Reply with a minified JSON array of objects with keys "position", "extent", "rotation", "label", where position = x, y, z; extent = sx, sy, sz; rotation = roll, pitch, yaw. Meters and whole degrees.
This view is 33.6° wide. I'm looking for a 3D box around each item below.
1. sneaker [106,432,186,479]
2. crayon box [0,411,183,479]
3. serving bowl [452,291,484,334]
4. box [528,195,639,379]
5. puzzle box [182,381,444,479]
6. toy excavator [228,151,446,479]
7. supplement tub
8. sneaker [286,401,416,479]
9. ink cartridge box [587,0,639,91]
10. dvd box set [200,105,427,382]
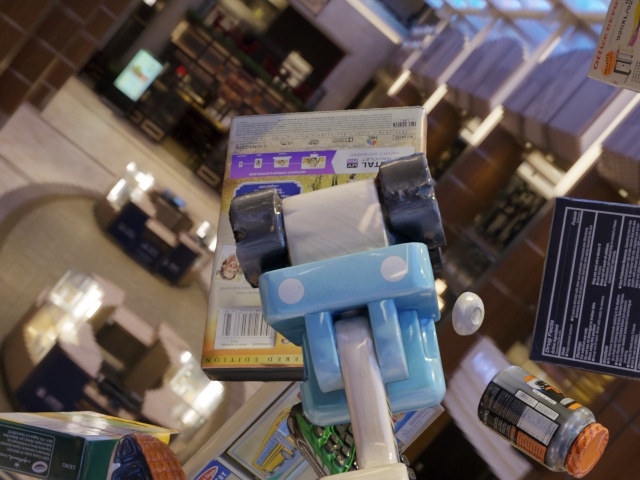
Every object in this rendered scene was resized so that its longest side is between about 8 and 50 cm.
[{"position":[-0.207,0.349,1.179],"extent":[0.099,0.121,0.262],"rotation":[7,62,-37],"label":"sneaker"},{"position":[-0.390,0.339,1.742],"extent":[0.203,0.083,0.323],"rotation":[8,-5,21],"label":"crayon box"},{"position":[0.284,0.140,2.005],"extent":[0.027,0.083,0.083],"rotation":[10,-18,45],"label":"serving bowl"},{"position":[0.544,0.093,1.840],"extent":[0.294,0.296,0.183],"rotation":[9,-4,24],"label":"box"},{"position":[-0.018,0.344,1.794],"extent":[0.272,0.409,0.052],"rotation":[43,2,-26],"label":"puzzle box"},{"position":[0.051,0.138,1.109],"extent":[0.433,0.222,0.445],"rotation":[57,21,-76],"label":"toy excavator"},{"position":[0.358,0.293,1.708],"extent":[0.190,0.117,0.117],"rotation":[31,0,35],"label":"supplement tub"},{"position":[0.053,0.354,1.321],"extent":[0.343,0.146,0.134],"rotation":[58,27,8],"label":"sneaker"},{"position":[0.590,-0.317,1.759],"extent":[0.168,0.171,0.232],"rotation":[12,13,-18],"label":"ink cartridge box"},{"position":[0.000,0.000,1.544],"extent":[0.062,0.308,0.420],"rotation":[66,24,-60],"label":"dvd box set"}]
